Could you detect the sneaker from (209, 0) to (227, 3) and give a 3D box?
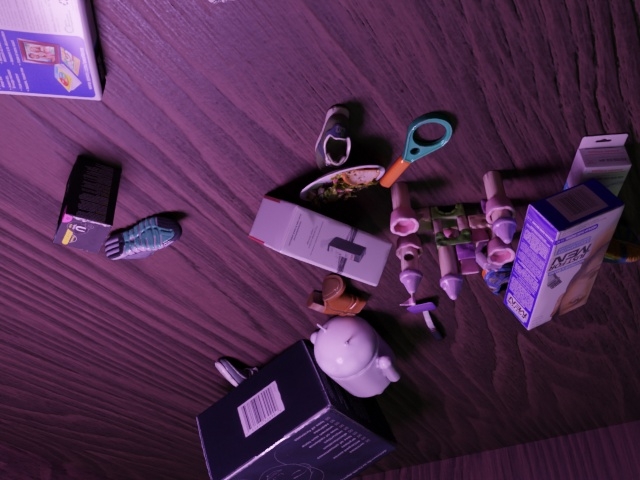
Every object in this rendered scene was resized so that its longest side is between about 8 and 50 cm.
[{"bbox_3d":[-0.161,-0.473,1.009,0.144,0.090,0.270,-13,146,10],"label":"sneaker"}]

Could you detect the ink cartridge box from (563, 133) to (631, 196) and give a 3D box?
[{"bbox_3d":[0.627,-0.154,1.528,0.104,0.062,0.181,-4,144,2],"label":"ink cartridge box"}]

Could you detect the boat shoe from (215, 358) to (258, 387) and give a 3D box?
[{"bbox_3d":[-0.256,0.485,2.378,0.099,0.116,0.319,-47,133,-12],"label":"boat shoe"}]

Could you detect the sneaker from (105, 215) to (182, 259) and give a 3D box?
[{"bbox_3d":[-0.424,-0.002,1.691,0.223,0.083,0.098,-13,164,22],"label":"sneaker"}]

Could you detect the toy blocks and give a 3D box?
[{"bbox_3d":[0.319,0.036,1.608,0.288,0.260,0.309,-7,144,6],"label":"toy blocks"}]

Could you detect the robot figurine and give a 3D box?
[{"bbox_3d":[0.107,0.357,2.100,0.299,0.200,0.353,11,156,34],"label":"robot figurine"}]

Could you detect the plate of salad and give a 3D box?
[{"bbox_3d":[0.052,-0.117,1.506,0.199,0.048,0.200,-17,169,-3],"label":"plate of salad"}]

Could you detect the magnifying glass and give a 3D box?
[{"bbox_3d":[0.202,-0.193,1.482,0.092,0.026,0.231,15,142,-23],"label":"magnifying glass"}]

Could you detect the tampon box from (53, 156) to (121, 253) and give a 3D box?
[{"bbox_3d":[-0.511,-0.076,1.487,0.101,0.161,0.120,17,140,-25],"label":"tampon box"}]

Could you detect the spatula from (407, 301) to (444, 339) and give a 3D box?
[{"bbox_3d":[0.341,0.255,2.116,0.084,0.030,0.296,-13,144,17],"label":"spatula"}]

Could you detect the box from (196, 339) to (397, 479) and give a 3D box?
[{"bbox_3d":[-0.076,0.658,2.318,0.479,0.297,0.472,-37,134,10],"label":"box"}]

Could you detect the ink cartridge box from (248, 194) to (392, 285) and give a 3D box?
[{"bbox_3d":[0.000,0.000,1.584,0.272,0.114,0.197,22,180,-29],"label":"ink cartridge box"}]

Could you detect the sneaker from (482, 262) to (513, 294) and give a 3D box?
[{"bbox_3d":[0.564,0.109,1.874,0.221,0.087,0.083,-8,145,8],"label":"sneaker"}]

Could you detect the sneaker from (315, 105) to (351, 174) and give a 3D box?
[{"bbox_3d":[0.025,-0.186,1.427,0.064,0.086,0.192,3,145,-7],"label":"sneaker"}]

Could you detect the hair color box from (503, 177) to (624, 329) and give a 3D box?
[{"bbox_3d":[0.551,0.039,1.558,0.185,0.110,0.339,-21,140,-16],"label":"hair color box"}]

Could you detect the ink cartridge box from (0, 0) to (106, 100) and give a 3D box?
[{"bbox_3d":[-0.544,-0.376,1.147,0.306,0.072,0.304,4,145,-5],"label":"ink cartridge box"}]

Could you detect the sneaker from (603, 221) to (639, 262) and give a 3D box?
[{"bbox_3d":[0.665,0.009,1.740,0.296,0.112,0.131,11,151,-3],"label":"sneaker"}]

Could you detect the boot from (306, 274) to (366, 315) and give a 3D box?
[{"bbox_3d":[0.067,0.162,1.937,0.152,0.073,0.197,16,153,-22],"label":"boot"}]
